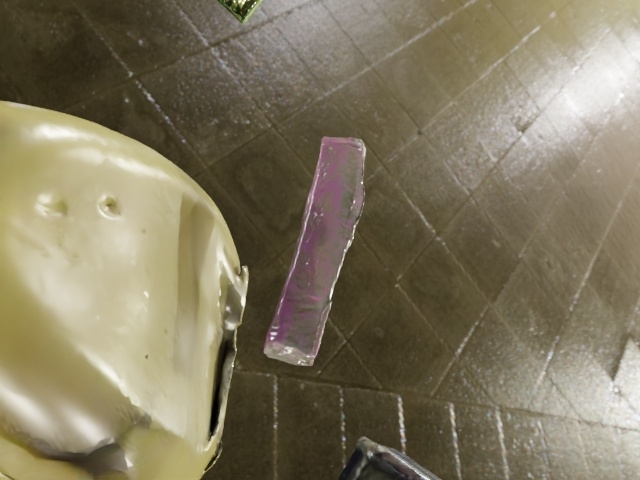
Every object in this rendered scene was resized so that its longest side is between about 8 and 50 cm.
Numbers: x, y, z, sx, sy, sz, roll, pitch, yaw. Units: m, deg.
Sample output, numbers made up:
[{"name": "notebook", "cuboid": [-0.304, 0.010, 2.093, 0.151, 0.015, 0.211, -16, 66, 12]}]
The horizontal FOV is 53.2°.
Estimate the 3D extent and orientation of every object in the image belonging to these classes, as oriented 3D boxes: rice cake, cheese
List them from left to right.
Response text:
[{"name": "cheese", "cuboid": [-0.158, 0.043, 0.404, 0.316, 0.128, 0.260, 49, 35, -64]}, {"name": "rice cake", "cuboid": [0.000, 0.000, 0.507, 0.047, 0.036, 0.207, 19, 61, -5]}]

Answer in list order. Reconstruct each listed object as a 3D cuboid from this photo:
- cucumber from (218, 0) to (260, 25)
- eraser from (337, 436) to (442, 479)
[{"name": "cucumber", "cuboid": [-0.042, -0.370, 0.768, 0.063, 0.244, 0.115, 40, 17, -16]}, {"name": "eraser", "cuboid": [0.129, 0.316, 0.535, 0.155, 0.332, 0.101, -57, 145, -9]}]
